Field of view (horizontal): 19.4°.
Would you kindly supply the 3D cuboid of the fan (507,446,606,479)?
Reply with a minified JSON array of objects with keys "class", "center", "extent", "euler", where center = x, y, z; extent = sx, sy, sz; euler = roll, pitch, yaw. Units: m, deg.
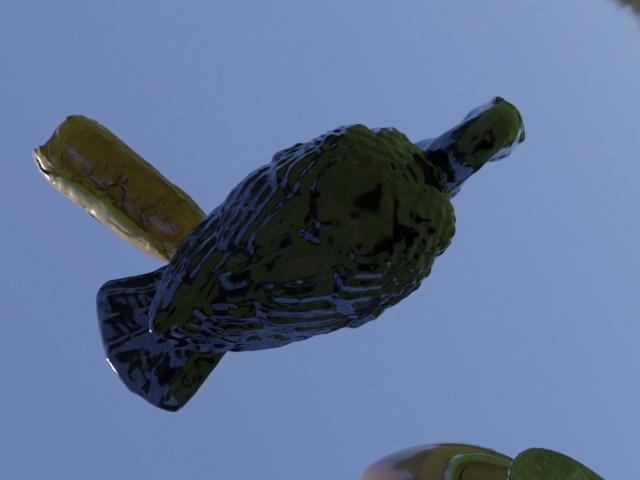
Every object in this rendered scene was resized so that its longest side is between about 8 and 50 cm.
[{"class":"fan","center":[0.187,0.193,1.156],"extent":[0.223,0.012,0.294],"euler":[40,-156,-22]}]

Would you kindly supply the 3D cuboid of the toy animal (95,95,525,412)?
[{"class":"toy animal","center":[0.000,0.000,1.187],"extent":[0.298,0.185,0.122],"euler":[-25,-92,-25]}]

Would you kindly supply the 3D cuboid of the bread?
[{"class":"bread","center":[-0.132,-0.032,1.267],"extent":[0.132,0.053,0.074],"euler":[37,-177,0]}]

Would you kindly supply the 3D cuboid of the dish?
[{"class":"dish","center":[0.129,0.254,1.578],"extent":[0.213,0.090,0.213],"euler":[15,-127,-21]}]
